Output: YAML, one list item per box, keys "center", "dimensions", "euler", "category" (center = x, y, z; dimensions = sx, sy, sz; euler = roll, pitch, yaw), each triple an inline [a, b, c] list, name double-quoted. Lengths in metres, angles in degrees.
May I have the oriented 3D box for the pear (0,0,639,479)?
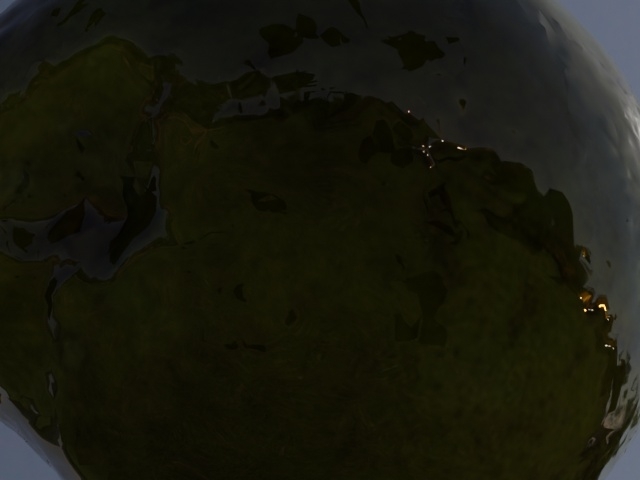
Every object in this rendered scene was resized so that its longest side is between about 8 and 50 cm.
- center: [0.000, 0.000, 0.901]
  dimensions: [0.352, 0.352, 0.413]
  euler: [-30, -18, 27]
  category: "pear"
